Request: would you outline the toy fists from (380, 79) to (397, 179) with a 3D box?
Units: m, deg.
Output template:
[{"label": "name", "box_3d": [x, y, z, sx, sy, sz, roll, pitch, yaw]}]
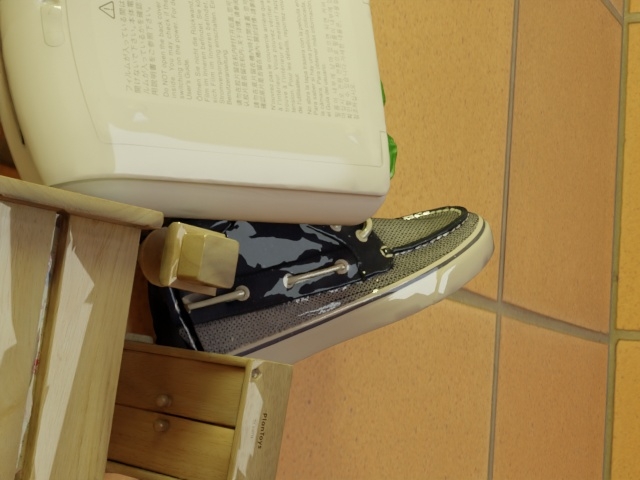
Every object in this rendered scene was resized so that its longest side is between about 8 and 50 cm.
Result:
[{"label": "toy fists", "box_3d": [0.008, -0.057, 1.187, 0.142, 0.096, 0.279, 55, 46, -46]}]

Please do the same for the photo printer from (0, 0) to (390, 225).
[{"label": "photo printer", "box_3d": [-0.099, -0.140, 0.873, 0.308, 0.107, 0.256, 1, 76, -38]}]

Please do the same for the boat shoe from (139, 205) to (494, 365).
[{"label": "boat shoe", "box_3d": [0.000, 0.000, 1.019, 0.341, 0.127, 0.158, -25, 108, -26]}]

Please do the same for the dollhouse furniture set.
[{"label": "dollhouse furniture set", "box_3d": [-0.208, 0.122, 0.770, 0.356, 0.174, 0.303, 15, 81, -47]}]
